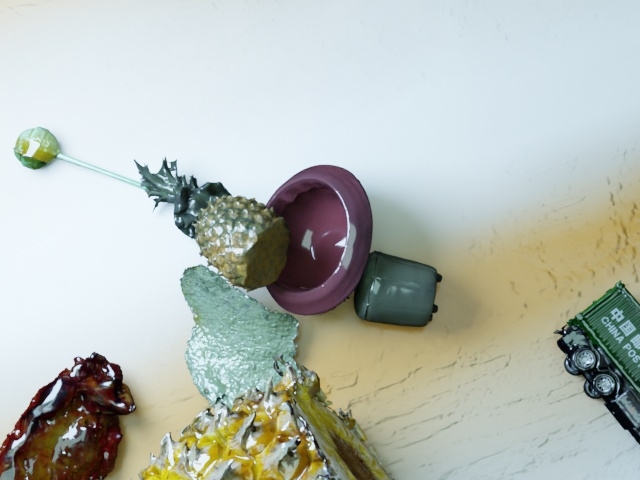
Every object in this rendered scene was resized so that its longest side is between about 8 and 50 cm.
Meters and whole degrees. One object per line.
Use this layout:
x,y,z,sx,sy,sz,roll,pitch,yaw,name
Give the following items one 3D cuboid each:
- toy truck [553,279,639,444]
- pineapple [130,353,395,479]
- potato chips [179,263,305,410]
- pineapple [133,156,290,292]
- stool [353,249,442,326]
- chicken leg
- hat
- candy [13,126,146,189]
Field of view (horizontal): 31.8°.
0.421,0.193,1.456,0.121,0.088,0.259,-37,79,-3,toy truck
-0.059,0.340,1.345,0.300,0.352,0.352,-32,80,8,pineapple
-0.110,0.134,1.503,0.167,0.059,0.228,-10,95,14,potato chips
-0.150,-0.029,1.486,0.251,0.125,0.125,33,83,33,pineapple
0.102,0.067,1.492,0.110,0.096,0.096,12,81,-1,stool
-0.364,0.340,1.475,0.158,0.096,0.407,17,84,-13,chicken leg
0.000,0.000,1.496,0.205,0.089,0.205,-9,75,36,hat
-0.330,-0.104,1.570,0.202,0.061,0.061,21,82,-2,candy
